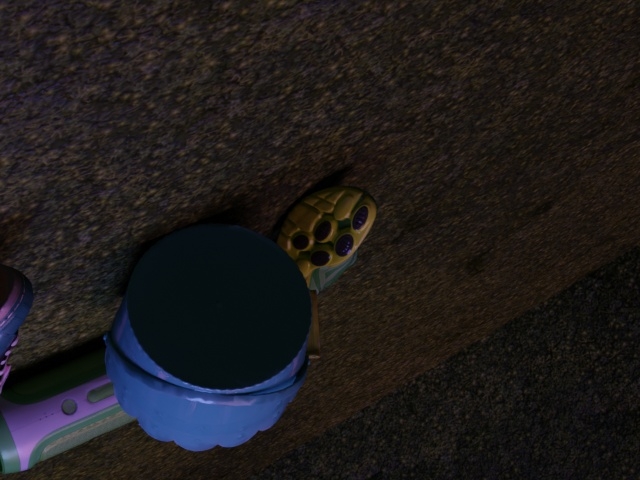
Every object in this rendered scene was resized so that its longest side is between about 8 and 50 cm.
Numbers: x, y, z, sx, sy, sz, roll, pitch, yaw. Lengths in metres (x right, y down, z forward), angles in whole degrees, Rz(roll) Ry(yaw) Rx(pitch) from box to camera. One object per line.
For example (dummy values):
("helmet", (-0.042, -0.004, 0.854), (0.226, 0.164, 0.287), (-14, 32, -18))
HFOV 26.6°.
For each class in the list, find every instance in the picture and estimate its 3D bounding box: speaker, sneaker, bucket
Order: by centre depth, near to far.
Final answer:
("sneaker", (-0.406, 0.136, 1.562), (0.121, 0.108, 0.302), (24, 127, -39))
("bucket", (-0.143, 0.124, 1.784), (0.281, 0.281, 0.183), (-23, 158, -22))
("sneaker", (0.000, 0.000, 1.961), (0.123, 0.109, 0.295), (-40, 174, -40))
("speaker", (-0.345, 0.231, 1.972), (0.296, 0.131, 0.131), (-22, 162, -23))

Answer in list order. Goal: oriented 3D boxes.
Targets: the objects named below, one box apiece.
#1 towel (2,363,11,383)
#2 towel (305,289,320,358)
("towel", (-0.463, 0.214, 1.745), (0.197, 0.029, 0.144), (48, 61, -72))
("towel", (-0.120, 0.127, 1.938), (0.237, 0.102, 0.021), (-4, -175, 3))
